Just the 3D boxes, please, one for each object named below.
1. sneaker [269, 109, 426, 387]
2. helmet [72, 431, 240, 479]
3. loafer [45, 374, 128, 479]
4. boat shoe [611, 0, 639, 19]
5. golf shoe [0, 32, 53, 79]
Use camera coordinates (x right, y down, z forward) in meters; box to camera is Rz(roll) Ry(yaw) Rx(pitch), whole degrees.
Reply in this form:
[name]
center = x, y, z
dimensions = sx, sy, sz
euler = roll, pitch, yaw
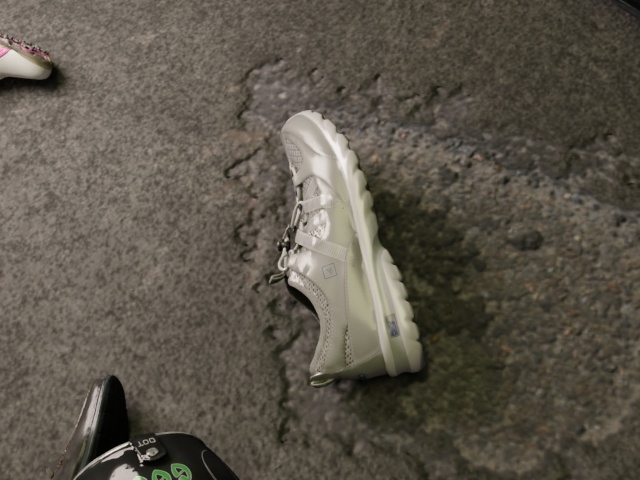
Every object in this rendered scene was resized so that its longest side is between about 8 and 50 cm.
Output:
[sneaker]
center = 0.000, 0.000, 0.769
dimensions = 0.115, 0.105, 0.281
euler = -19, 60, 0
[helmet]
center = -0.111, 0.245, 0.623
dimensions = 0.169, 0.169, 0.162
euler = -29, 55, -6
[loafer]
center = -0.211, 0.198, 0.728
dimensions = 0.061, 0.062, 0.170
euler = -1, 60, 15
[boat shoe]
center = 0.406, -0.199, 0.766
dimensions = 0.156, 0.187, 0.500
euler = -32, 56, -2
[golf shoe]
center = -0.401, -0.208, 0.992
dimensions = 0.186, 0.067, 0.086
euler = 15, 97, 13
